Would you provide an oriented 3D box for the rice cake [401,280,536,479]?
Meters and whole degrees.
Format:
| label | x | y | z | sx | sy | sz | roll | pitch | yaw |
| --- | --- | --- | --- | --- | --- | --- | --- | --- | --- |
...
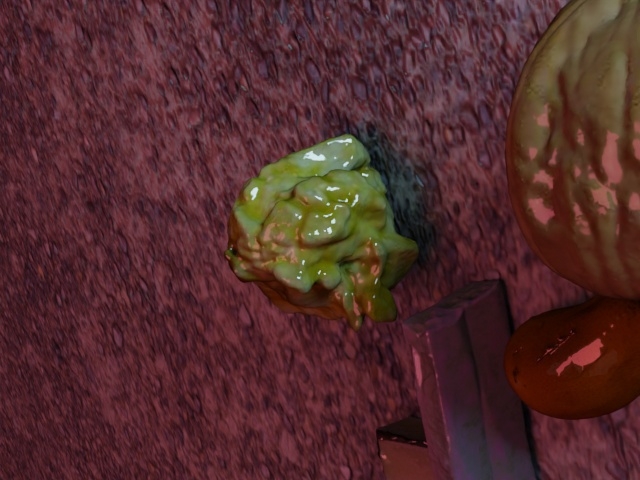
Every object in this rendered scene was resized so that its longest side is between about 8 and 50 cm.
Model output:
| label | x | y | z | sx | sy | sz | roll | pitch | yaw |
| --- | --- | --- | --- | --- | --- | --- | --- | --- | --- |
| rice cake | 0.153 | 0.193 | 0.922 | 0.050 | 0.106 | 0.298 | 10 | 118 | 57 |

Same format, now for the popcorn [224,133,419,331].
| label | x | y | z | sx | sy | sz | roll | pitch | yaw |
| --- | --- | --- | --- | --- | --- | --- | --- | --- | --- |
| popcorn | 0.001 | -0.001 | 0.933 | 0.167 | 0.187 | 0.185 | -33 | 109 | 10 |

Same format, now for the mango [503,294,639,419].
| label | x | y | z | sx | sy | sz | roll | pitch | yaw |
| --- | --- | --- | --- | --- | --- | --- | --- | --- | --- |
| mango | 0.228 | 0.102 | 0.805 | 0.105 | 0.084 | 0.159 | 56 | 142 | 2 |

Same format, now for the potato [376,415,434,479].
| label | x | y | z | sx | sy | sz | roll | pitch | yaw |
| --- | --- | --- | --- | --- | --- | --- | --- | --- | --- |
| potato | 0.125 | 0.240 | 1.018 | 0.122 | 0.061 | 0.086 | 1 | 110 | 47 |

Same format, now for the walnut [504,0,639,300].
| label | x | y | z | sx | sy | sz | roll | pitch | yaw |
| --- | --- | --- | --- | --- | --- | --- | --- | --- | --- |
| walnut | 0.224 | -0.073 | 0.617 | 0.228 | 0.228 | 0.228 | 26 | 128 | 39 |
